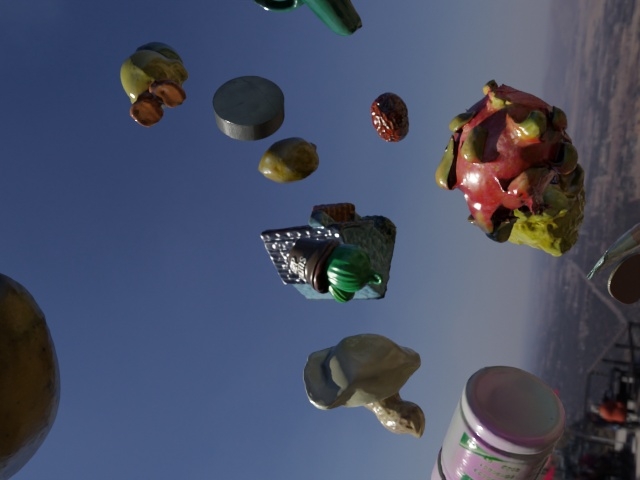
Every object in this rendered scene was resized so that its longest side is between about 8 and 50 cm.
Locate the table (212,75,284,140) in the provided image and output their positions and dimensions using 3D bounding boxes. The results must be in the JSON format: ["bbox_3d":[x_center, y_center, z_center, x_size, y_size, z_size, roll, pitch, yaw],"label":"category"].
[{"bbox_3d":[-0.134,-0.250,1.183,0.043,0.134,0.133,92,-167,-56],"label":"table"}]

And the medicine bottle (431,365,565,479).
[{"bbox_3d":[0.374,0.452,1.357,0.212,0.212,0.325,-60,-17,-52],"label":"medicine bottle"}]

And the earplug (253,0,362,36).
[{"bbox_3d":[-0.035,-0.457,1.031,0.280,0.258,0.163,-62,-25,-47],"label":"earplug"}]

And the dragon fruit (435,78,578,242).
[{"bbox_3d":[0.344,-0.138,1.147,0.307,0.243,0.227,39,-162,-44],"label":"dragon fruit"}]

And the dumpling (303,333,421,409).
[{"bbox_3d":[0.083,0.254,1.257,0.162,0.250,0.132,-129,30,-50],"label":"dumpling"}]

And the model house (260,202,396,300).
[{"bbox_3d":[0.000,0.000,1.984,0.339,0.360,0.297,37,-121,-46],"label":"model house"}]

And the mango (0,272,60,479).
[{"bbox_3d":[-0.433,0.195,0.846,0.329,0.177,0.175,-53,5,27],"label":"mango"}]

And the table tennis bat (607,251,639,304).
[{"bbox_3d":[0.835,0.114,1.630,0.247,0.022,0.138,28,-77,-30],"label":"table tennis bat"}]

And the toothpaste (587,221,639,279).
[{"bbox_3d":[0.534,0.010,1.102,0.205,0.036,0.056,-25,-35,-35],"label":"toothpaste"}]

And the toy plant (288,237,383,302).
[{"bbox_3d":[0.033,0.064,1.269,0.105,0.201,0.142,-43,-32,-44],"label":"toy plant"}]

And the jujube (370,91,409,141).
[{"bbox_3d":[0.201,-0.341,1.769,0.112,0.109,0.176,-62,-22,-8],"label":"jujube"}]

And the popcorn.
[{"bbox_3d":[0.543,-0.140,1.656,0.334,0.293,0.293,-102,28,-47],"label":"popcorn"}]

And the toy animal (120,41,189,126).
[{"bbox_3d":[-0.540,-0.529,2.019,0.191,0.216,0.338,41,-158,-33],"label":"toy animal"}]

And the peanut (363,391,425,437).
[{"bbox_3d":[0.157,0.377,1.463,0.086,0.228,0.104,-13,-48,-38],"label":"peanut"}]

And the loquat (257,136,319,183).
[{"bbox_3d":[-0.098,-0.244,1.930,0.152,0.195,0.152,156,90,-88],"label":"loquat"}]
